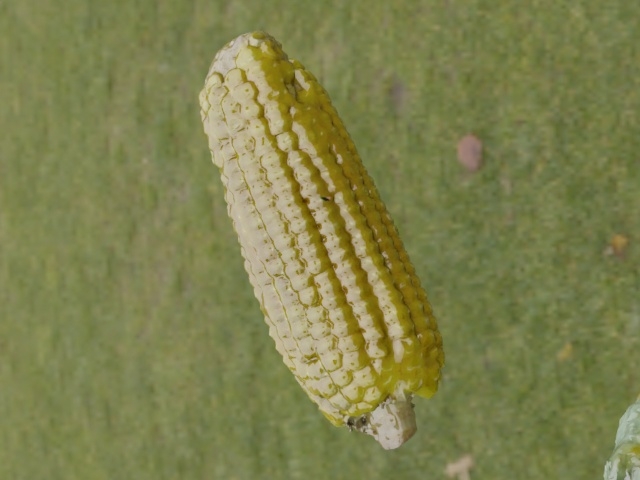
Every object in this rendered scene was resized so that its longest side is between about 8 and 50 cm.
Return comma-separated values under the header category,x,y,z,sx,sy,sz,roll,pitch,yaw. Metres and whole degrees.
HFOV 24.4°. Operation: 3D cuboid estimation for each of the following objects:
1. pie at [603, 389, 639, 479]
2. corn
category,x,y,z,sx,sy,sz,roll,pitch,yaw
pie,0.305,0.174,0.910,0.105,0.274,0.257,95,-164,-53
corn,0.000,0.000,0.886,0.097,0.097,0.262,-23,89,60
